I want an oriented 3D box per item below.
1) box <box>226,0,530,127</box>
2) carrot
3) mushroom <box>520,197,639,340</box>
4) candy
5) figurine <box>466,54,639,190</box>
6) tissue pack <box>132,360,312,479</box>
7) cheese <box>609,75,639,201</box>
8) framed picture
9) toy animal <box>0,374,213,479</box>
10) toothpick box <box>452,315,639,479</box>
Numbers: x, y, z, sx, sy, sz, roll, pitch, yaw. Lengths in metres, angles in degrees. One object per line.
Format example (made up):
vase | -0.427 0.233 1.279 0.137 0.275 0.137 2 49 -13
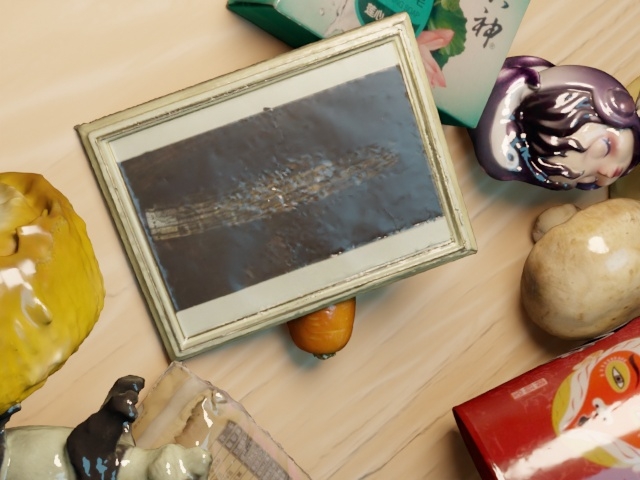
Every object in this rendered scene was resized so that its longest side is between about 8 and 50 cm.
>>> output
box | 0.059 -0.219 1.089 0.245 0.092 0.153 25 85 -32
carrot | 0.000 0.000 1.109 0.067 0.067 0.225 -4 101 -31
mushroom | 0.279 0.024 1.248 0.166 0.127 0.166 -18 147 -12
candy | -0.276 0.045 0.835 0.260 0.260 0.118 -30 120 -24
figurine | 0.252 -0.119 1.182 0.222 0.145 0.145 -4 102 -6
tissue pack | -0.123 0.267 1.047 0.256 0.123 0.215 -48 121 -14
cheese | 0.491 -0.027 1.386 0.384 0.104 0.383 -6 102 -29
framed picture | -0.029 -0.040 1.040 0.293 0.018 0.231 -20 110 -2
toy animal | -0.194 0.169 0.944 0.225 0.094 0.121 -1 93 0
toothpick box | 0.321 0.181 1.196 0.333 0.204 0.204 -26 113 -1
